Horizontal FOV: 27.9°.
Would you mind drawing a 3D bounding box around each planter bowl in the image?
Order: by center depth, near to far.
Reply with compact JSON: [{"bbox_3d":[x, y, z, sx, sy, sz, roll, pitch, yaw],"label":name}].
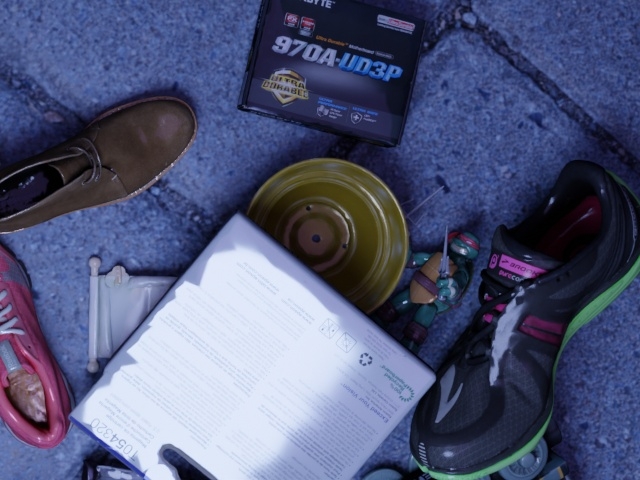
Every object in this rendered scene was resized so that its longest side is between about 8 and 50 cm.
[{"bbox_3d":[0.000,0.000,1.673,0.217,0.090,0.217,-1,95,-8],"label":"planter bowl"}]

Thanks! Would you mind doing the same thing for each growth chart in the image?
[{"bbox_3d":[-0.187,0.119,1.646,0.237,0.021,0.171,7,93,-1],"label":"growth chart"}]

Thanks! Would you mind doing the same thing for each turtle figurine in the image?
[{"bbox_3d":[0.140,0.054,1.691,0.118,0.175,0.234,33,92,-31],"label":"turtle figurine"}]

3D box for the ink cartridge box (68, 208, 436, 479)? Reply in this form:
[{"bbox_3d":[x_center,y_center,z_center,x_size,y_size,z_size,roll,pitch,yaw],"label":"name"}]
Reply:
[{"bbox_3d":[-0.084,0.186,1.599,0.324,0.071,0.330,40,94,-7],"label":"ink cartridge box"}]

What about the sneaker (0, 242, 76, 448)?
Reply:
[{"bbox_3d":[-0.380,0.114,1.561,0.116,0.136,0.313,-28,99,-13],"label":"sneaker"}]

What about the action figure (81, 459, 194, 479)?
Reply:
[{"bbox_3d":[-0.164,0.340,1.647,0.285,0.099,0.185,5,76,-19],"label":"action figure"}]

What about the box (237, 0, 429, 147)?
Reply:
[{"bbox_3d":[0.016,-0.230,1.690,0.220,0.051,0.175,14,89,-14],"label":"box"}]

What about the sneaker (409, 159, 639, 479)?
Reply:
[{"bbox_3d":[0.248,0.092,1.666,0.482,0.185,0.202,-56,134,-19],"label":"sneaker"}]

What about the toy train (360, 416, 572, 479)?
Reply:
[{"bbox_3d":[0.191,0.360,1.727,0.334,0.142,0.190,-28,111,-13],"label":"toy train"}]

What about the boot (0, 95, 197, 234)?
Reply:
[{"bbox_3d":[-0.283,-0.090,1.589,0.305,0.115,0.112,-27,96,-13],"label":"boot"}]
